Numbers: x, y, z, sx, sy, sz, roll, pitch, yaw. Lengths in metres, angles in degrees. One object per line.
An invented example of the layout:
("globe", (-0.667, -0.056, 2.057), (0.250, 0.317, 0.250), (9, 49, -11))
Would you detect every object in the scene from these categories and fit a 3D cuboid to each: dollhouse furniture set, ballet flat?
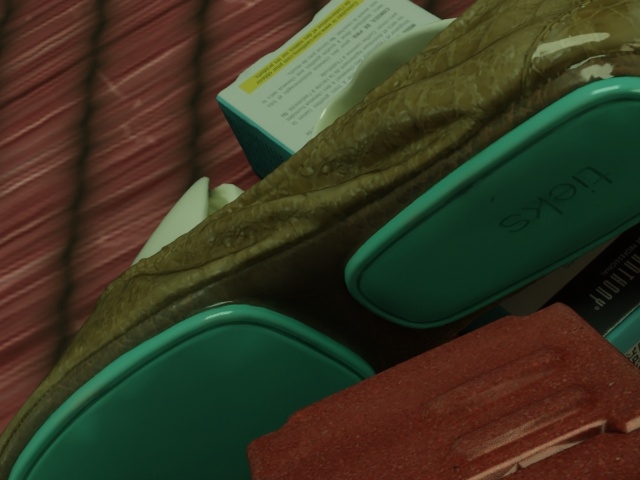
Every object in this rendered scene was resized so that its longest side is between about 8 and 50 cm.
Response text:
("dollhouse furniture set", (-0.039, 0.199, 0.444), (0.374, 0.201, 0.152), (-25, 25, -2))
("ballet flat", (0.000, 0.000, 0.633), (0.342, 0.116, 0.124), (-39, 37, 27))

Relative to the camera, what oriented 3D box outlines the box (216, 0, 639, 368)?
("box", (0.067, -0.024, 0.710), (0.100, 0.060, 0.244), (-40, 50, -13))
